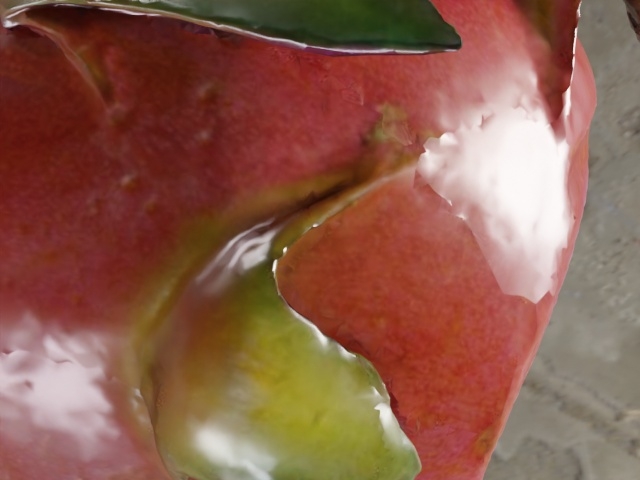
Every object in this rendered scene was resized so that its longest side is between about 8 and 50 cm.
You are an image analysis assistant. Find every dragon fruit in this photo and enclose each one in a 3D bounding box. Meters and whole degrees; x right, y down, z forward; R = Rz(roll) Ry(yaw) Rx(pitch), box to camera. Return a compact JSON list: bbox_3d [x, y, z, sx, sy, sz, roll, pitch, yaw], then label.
[{"bbox_3d":[0.000,0.000,0.521,0.189,0.291,0.291,14,74,11],"label":"dragon fruit"}]
